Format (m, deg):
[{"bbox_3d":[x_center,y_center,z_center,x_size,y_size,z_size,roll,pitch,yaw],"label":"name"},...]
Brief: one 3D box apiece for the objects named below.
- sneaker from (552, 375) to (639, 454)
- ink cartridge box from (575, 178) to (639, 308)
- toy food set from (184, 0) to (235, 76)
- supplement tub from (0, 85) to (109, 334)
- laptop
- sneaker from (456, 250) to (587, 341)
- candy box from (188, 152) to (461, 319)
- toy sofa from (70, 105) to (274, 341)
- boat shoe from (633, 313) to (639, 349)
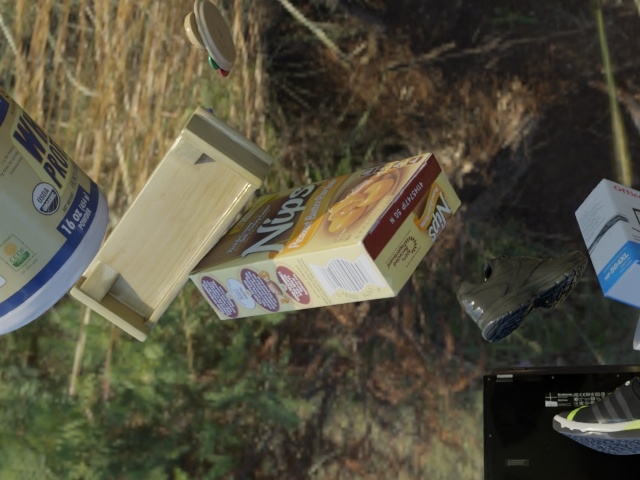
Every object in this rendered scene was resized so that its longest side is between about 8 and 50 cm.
[{"bbox_3d":[0.427,0.238,1.408,0.084,0.097,0.235,30,157,-29],"label":"sneaker"},{"bbox_3d":[0.497,0.012,1.579,0.148,0.203,0.086,18,128,-17],"label":"ink cartridge box"},{"bbox_3d":[-0.113,-0.213,1.069,0.020,0.083,0.082,-20,129,16],"label":"toy food set"},{"bbox_3d":[-0.409,-0.070,1.104,0.228,0.228,0.316,-16,130,32],"label":"supplement tub"},{"bbox_3d":[0.513,0.360,1.966,0.382,0.407,0.236,-3,142,12],"label":"laptop"},{"bbox_3d":[0.368,0.069,1.844,0.286,0.130,0.109,-22,146,-33],"label":"sneaker"},{"bbox_3d":[0.000,0.000,1.288,0.316,0.183,0.087,-11,120,44],"label":"candy box"},{"bbox_3d":[-0.237,-0.032,1.656,0.150,0.177,0.362,35,109,-9],"label":"toy sofa"},{"bbox_3d":[0.572,0.150,1.676,0.084,0.095,0.258,16,-176,10],"label":"boat shoe"}]
